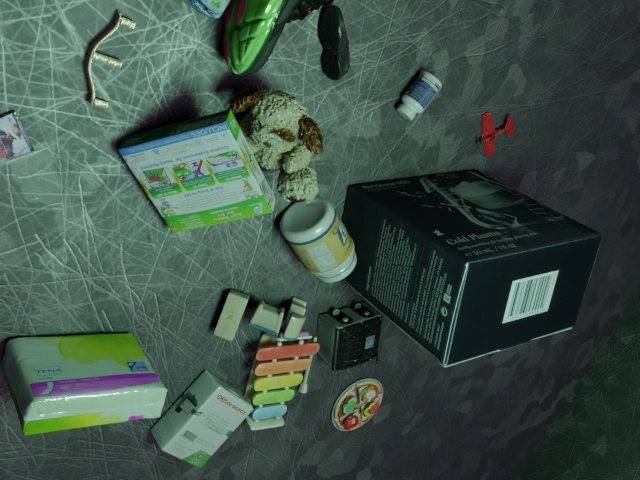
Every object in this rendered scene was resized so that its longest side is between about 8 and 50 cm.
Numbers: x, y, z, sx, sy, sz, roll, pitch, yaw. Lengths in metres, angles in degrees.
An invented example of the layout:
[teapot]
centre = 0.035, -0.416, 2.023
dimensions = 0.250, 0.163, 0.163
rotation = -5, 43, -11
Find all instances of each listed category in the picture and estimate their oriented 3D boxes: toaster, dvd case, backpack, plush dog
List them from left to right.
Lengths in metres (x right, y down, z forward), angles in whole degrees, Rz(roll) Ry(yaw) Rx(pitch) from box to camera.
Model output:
[dvd case]
centre = -0.615, -0.184, 1.336
dimensions = 0.119, 0.013, 0.087
rotation = -29, 129, -21
[backpack]
centre = -0.225, -0.505, 1.388
dimensions = 0.114, 0.084, 0.105
rotation = 27, 95, -40
[plush dog]
centre = -0.089, -0.237, 1.544
dimensions = 0.210, 0.263, 0.225
rotation = -62, 177, -26
[toaster]
centre = 0.085, 0.280, 2.046
dimensions = 0.168, 0.110, 0.185
rotation = -13, 122, -30

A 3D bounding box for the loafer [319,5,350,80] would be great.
[loafer]
centre = 0.037, -0.459, 1.632
dimensions = 0.061, 0.062, 0.170
rotation = -39, 139, -42

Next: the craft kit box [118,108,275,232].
[craft kit box]
centre = -0.255, -0.138, 1.502
dimensions = 0.250, 0.061, 0.246
rotation = -11, 129, 16

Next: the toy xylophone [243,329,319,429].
[toy xylophone]
centre = -0.102, 0.372, 1.980
dimensions = 0.236, 0.081, 0.322
rotation = -7, 120, -33

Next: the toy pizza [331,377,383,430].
[toy pizza]
centre = 0.125, 0.532, 2.272
dimensions = 0.201, 0.032, 0.201
rotation = -17, 124, -27

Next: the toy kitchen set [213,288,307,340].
[toy kitchen set]
centre = -0.153, 0.202, 1.863
dimensions = 0.207, 0.166, 0.122
rotation = 22, 103, -4

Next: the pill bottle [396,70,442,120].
[pill bottle]
centre = 0.251, -0.370, 1.824
dimensions = 0.120, 0.067, 0.067
rotation = -52, 133, 0

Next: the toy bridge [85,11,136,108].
[toy bridge]
centre = -0.418, -0.353, 1.374
dimensions = 0.063, 0.026, 0.188
rotation = 12, 107, -39

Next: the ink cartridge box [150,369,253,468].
[ink cartridge box]
centre = -0.311, 0.473, 1.879
dimensions = 0.219, 0.093, 0.160
rotation = -48, 133, -4

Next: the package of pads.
[package of pads]
centre = -0.515, 0.298, 1.540
dimensions = 0.297, 0.229, 0.101
rotation = 3, 116, -38

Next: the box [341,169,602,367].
[box]
centre = 0.375, 0.043, 1.875
dimensions = 0.480, 0.472, 0.297
rotation = -10, 119, -32

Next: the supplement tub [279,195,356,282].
[supplement tub]
centre = 0.000, 0.000, 1.800
dimensions = 0.144, 0.144, 0.199
rotation = -41, 132, -10

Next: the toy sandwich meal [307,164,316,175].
[toy sandwich meal]
centre = -0.046, -0.151, 1.758
dimensions = 0.086, 0.029, 0.085
rotation = -17, 124, -28

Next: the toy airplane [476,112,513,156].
[toy airplane]
centre = 0.515, -0.314, 2.074
dimensions = 0.151, 0.028, 0.151
rotation = -19, 126, -27

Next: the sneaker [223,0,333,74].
[sneaker]
centre = -0.025, -0.533, 1.452
dimensions = 0.202, 0.185, 0.482
rotation = 31, 96, -39
